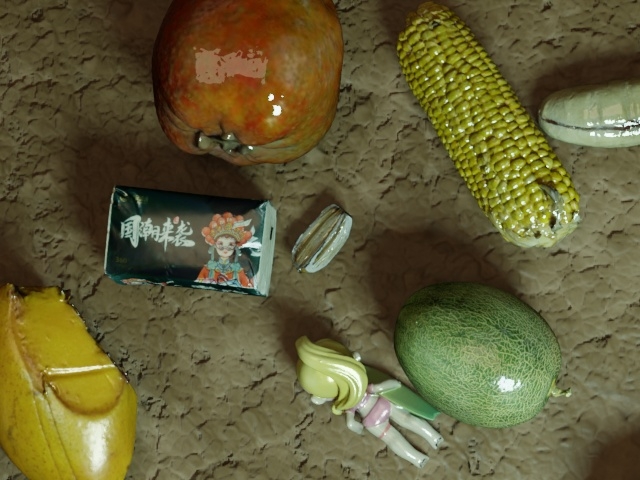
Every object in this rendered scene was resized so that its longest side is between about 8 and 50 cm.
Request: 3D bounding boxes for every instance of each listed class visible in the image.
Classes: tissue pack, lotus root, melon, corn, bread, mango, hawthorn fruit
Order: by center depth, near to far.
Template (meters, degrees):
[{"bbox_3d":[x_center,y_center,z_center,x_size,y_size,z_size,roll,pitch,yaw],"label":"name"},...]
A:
[{"bbox_3d":[0.165,0.117,1.579,0.192,0.139,0.139,25,86,14],"label":"melon"},{"bbox_3d":[-0.071,-0.213,1.627,0.210,0.210,0.262,7,75,9],"label":"hawthorn fruit"},{"bbox_3d":[0.168,-0.120,1.633,0.106,0.106,0.293,-33,78,2],"label":"corn"},{"bbox_3d":[0.335,-0.137,1.635,0.214,0.053,0.073,-5,85,6],"label":"bread"},{"bbox_3d":[-0.276,0.161,1.642,0.154,0.126,0.252,-20,87,-7],"label":"mango"},{"bbox_3d":[-0.138,0.001,1.660,0.170,0.090,0.103,5,86,9],"label":"tissue pack"},{"bbox_3d":[0.001,0.001,1.673,0.083,0.030,0.037,-50,48,-4],"label":"lotus root"}]

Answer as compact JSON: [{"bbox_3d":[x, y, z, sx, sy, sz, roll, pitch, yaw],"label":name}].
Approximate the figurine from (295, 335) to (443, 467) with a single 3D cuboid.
[{"bbox_3d":[0.048,0.163,1.626,0.187,0.083,0.083,41,89,1],"label":"figurine"}]
